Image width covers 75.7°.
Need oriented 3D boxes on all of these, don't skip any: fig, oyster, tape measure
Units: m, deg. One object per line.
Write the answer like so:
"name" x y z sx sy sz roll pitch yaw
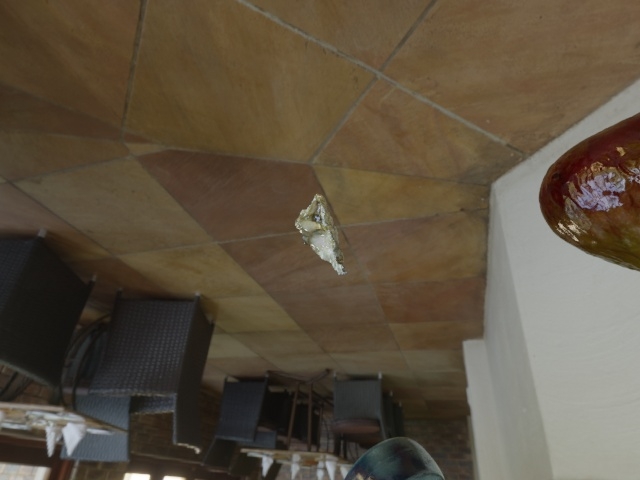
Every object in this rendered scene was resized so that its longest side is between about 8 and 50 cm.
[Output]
"fig" 0.390 -0.020 0.434 0.290 0.191 0.190 41 158 23
"oyster" 0.000 0.000 0.656 0.146 0.045 0.122 50 150 -19
"tape measure" 0.081 0.262 0.335 0.104 0.179 0.107 -11 118 -7
